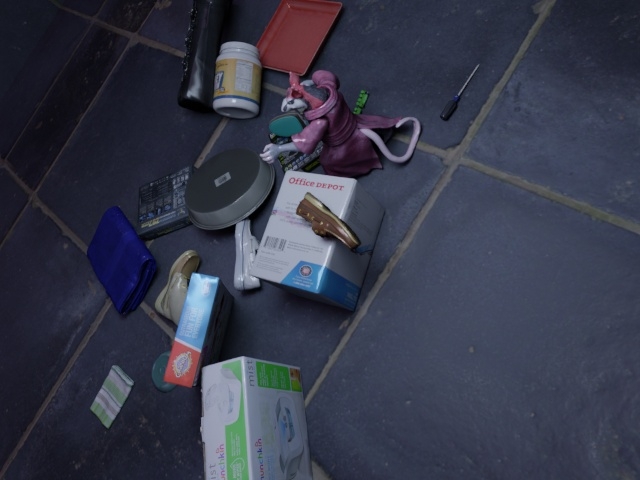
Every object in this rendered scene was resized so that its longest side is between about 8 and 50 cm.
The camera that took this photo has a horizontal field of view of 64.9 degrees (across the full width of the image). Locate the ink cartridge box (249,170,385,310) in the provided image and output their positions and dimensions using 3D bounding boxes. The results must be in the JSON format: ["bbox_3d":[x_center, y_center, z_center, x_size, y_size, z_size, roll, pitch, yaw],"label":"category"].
[{"bbox_3d":[0.000,0.000,1.207,0.198,0.197,0.270,12,78,32],"label":"ink cartridge box"}]

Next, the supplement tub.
[{"bbox_3d":[-0.256,-0.494,1.564,0.144,0.144,0.200,1,86,31],"label":"supplement tub"}]

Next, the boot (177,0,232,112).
[{"bbox_3d":[-0.390,-0.658,1.719,0.146,0.367,0.445,5,95,-9],"label":"boot"}]

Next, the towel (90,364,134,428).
[{"bbox_3d":[-0.626,0.465,1.506,0.113,0.023,0.152,26,86,36],"label":"towel"}]

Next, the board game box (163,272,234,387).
[{"bbox_3d":[-0.284,0.226,1.229,0.064,0.316,0.242,12,75,-1],"label":"board game box"}]

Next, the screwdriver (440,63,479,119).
[{"bbox_3d":[0.349,-0.373,1.253,0.024,0.025,0.170,31,90,35],"label":"screwdriver"}]

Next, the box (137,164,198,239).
[{"bbox_3d":[-0.488,-0.121,1.631,0.232,0.059,0.183,-19,62,23],"label":"box"}]

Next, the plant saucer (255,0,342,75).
[{"bbox_3d":[-0.076,-0.641,1.597,0.259,0.048,0.258,26,86,36],"label":"plant saucer"}]

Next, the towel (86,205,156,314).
[{"bbox_3d":[-0.638,0.058,1.623,0.308,0.076,0.228,45,110,33],"label":"towel"}]

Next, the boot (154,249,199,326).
[{"bbox_3d":[-0.376,0.150,1.449,0.165,0.077,0.213,31,93,36],"label":"boot"}]

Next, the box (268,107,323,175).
[{"bbox_3d":[-0.044,-0.287,1.442,0.190,0.045,0.184,-34,55,16],"label":"box"}]

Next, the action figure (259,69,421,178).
[{"bbox_3d":[0.038,-0.261,1.183,0.275,0.370,0.248,11,80,29],"label":"action figure"}]

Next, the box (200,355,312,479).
[{"bbox_3d":[-0.142,0.408,1.113,0.127,0.231,0.262,-20,62,23],"label":"box"}]

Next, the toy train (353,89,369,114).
[{"bbox_3d":[0.113,-0.380,1.401,0.023,0.017,0.083,17,81,25],"label":"toy train"}]

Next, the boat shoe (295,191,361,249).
[{"bbox_3d":[0.014,-0.031,1.058,0.060,0.064,0.178,-50,58,4],"label":"boat shoe"}]

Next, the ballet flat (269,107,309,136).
[{"bbox_3d":[-0.043,-0.339,1.404,0.213,0.072,0.068,-5,41,29],"label":"ballet flat"}]

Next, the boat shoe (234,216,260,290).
[{"bbox_3d":[-0.194,0.034,1.396,0.076,0.083,0.226,-2,67,0],"label":"boat shoe"}]

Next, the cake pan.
[{"bbox_3d":[-0.276,-0.163,1.474,0.293,0.054,0.293,-14,49,17],"label":"cake pan"}]

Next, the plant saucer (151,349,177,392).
[{"bbox_3d":[-0.442,0.370,1.434,0.119,0.021,0.119,-12,65,27],"label":"plant saucer"}]
